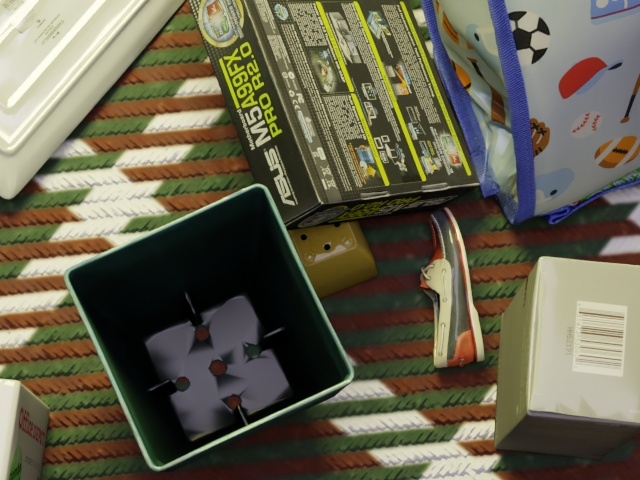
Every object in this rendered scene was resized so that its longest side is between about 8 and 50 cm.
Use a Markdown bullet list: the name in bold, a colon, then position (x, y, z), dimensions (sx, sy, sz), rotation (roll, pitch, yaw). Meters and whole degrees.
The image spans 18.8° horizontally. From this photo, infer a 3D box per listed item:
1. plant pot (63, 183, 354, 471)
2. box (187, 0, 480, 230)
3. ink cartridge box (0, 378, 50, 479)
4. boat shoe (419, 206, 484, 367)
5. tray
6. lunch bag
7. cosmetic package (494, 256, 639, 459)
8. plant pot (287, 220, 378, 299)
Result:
- **plant pot**: position (-0.086, 0.086, 1.527), dimensions (0.166, 0.234, 0.165), rotation (-24, 80, -7)
- **box**: position (0.004, -0.149, 1.599), dimensions (0.060, 0.216, 0.270), rotation (-28, 78, 38)
- **ink cartridge box**: position (-0.336, 0.240, 1.509), dimensions (0.197, 0.198, 0.270), rotation (6, 79, 1)
- **boat shoe**: position (0.106, 0.040, 1.638), dimensions (0.043, 0.049, 0.137), rotation (-10, 84, -1)
- **tray**: position (-0.235, -0.181, 1.657), dimensions (0.145, 0.030, 0.270), rotation (40, 75, -6)
- **lunch bag**: position (0.250, -0.228, 1.580), dimensions (0.328, 0.239, 0.385), rotation (-22, 119, -6)
- **cosmetic package**: position (0.200, 0.098, 1.532), dimensions (0.107, 0.238, 0.127), rotation (6, 76, -3)
- **plant pot**: position (0.000, 0.000, 1.623), dimensions (0.081, 0.083, 0.081), rotation (-21, 80, -6)
